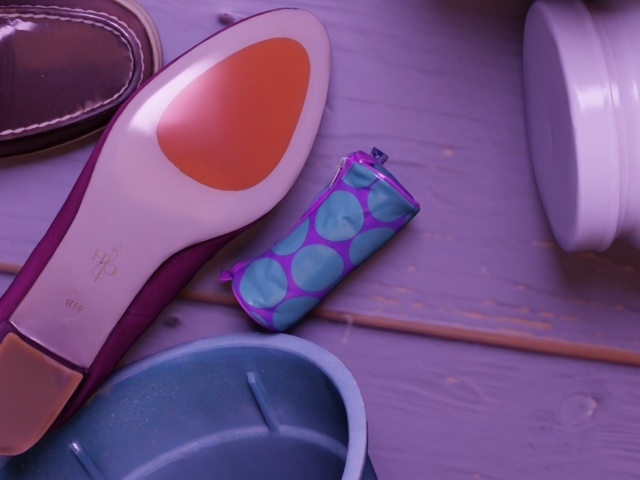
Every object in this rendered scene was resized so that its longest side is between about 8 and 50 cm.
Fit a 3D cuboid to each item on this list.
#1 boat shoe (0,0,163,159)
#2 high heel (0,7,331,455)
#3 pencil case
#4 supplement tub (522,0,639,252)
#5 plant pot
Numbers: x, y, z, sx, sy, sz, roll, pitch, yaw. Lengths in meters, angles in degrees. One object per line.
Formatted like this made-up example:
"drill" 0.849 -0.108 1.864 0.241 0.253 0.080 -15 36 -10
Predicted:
"boat shoe" -0.279 -0.097 0.723 0.341 0.123 0.123 -5 111 1
"high heel" -0.135 -0.016 0.797 0.127 0.181 0.377 43 84 -11
"pencil case" 0.000 0.000 0.799 0.070 0.064 0.151 41 105 -17
"supplement tub" 0.284 -0.093 0.701 0.272 0.191 0.191 -8 111 2
"plant pot" -0.064 0.305 0.791 0.341 0.341 0.334 -22 118 7
